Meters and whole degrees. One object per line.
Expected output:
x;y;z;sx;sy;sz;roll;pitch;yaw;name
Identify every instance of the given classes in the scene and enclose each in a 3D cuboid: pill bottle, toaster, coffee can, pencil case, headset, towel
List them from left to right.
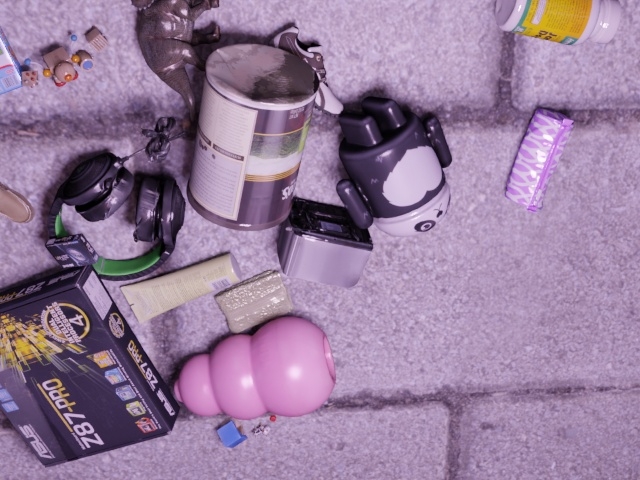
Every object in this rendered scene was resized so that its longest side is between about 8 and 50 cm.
-0.363;-0.066;1.820;0.243;0.185;0.394;23;122;-18;headset
-0.126;-0.184;1.752;0.202;0.201;0.275;6;129;-11;coffee can
-0.137;0.129;2.034;0.148;0.027;0.110;-22;116;3;towel
0.000;0.000;1.912;0.186;0.168;0.110;11;114;-14;toaster
0.436;-0.160;1.942;0.086;0.088;0.206;8;113;-14;pencil case
0.440;-0.426;1.797;0.208;0.117;0.117;9;114;-13;pill bottle

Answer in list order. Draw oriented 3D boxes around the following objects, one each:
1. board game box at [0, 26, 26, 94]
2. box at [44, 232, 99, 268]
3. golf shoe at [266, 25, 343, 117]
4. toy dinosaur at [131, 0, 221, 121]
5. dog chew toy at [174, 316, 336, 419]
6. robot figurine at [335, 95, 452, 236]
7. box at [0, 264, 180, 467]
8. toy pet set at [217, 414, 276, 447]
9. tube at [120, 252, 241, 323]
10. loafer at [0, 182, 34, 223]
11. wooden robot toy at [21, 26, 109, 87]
-0.641;-0.347;1.726;0.160;0.039;0.211;-20;118;2;board game box
-0.474;0.021;1.857;0.083;0.018;0.067;-8;132;23;box
-0.013;-0.312;1.811;0.094;0.077;0.198;-43;115;13;golf shoe
-0.264;-0.375;1.742;0.160;0.121;0.313;0;122;5;toy dinosaur
-0.141;0.278;2.019;0.332;0.206;0.206;-13;117;7;dog chew toy
0.142;-0.137;1.862;0.209;0.173;0.278;-20;117;16;robot figurine
-0.516;0.262;1.977;0.318;0.097;0.395;-16;118;17;box
-0.170;0.399;2.139;0.114;0.065;0.122;-34;115;9;toy pet set
-0.281;0.092;1.984;0.240;0.062;0.070;-21;73;8;tube
-0.612;-0.079;1.853;0.148;0.050;0.056;40;105;-23;loafer
-0.449;-0.305;1.738;0.173;0.079;0.076;-30;139;-9;wooden robot toy
